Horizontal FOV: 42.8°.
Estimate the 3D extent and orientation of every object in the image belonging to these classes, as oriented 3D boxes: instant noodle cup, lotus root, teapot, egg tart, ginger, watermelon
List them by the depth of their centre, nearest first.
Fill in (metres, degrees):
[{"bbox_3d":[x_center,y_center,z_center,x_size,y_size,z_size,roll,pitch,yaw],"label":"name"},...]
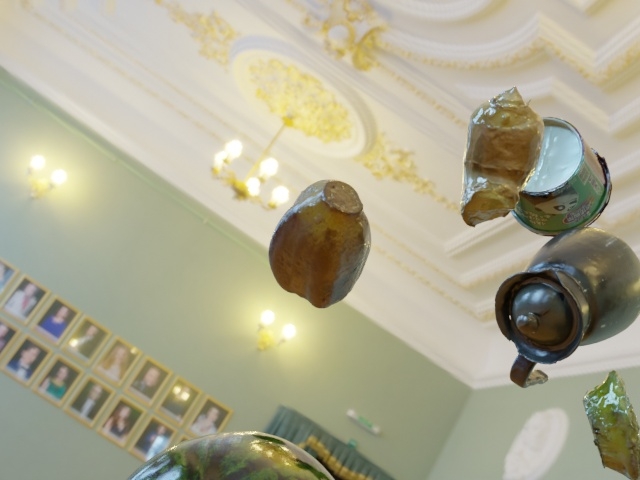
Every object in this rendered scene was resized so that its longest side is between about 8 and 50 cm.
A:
[{"bbox_3d":[-0.091,0.331,0.804,0.285,0.285,0.285,28,-20,12],"label":"watermelon"},{"bbox_3d":[0.502,0.325,1.393,0.078,0.197,0.197,-15,-39,16],"label":"egg tart"},{"bbox_3d":[0.327,-0.148,1.482,0.137,0.267,0.152,10,15,8],"label":"ginger"},{"bbox_3d":[0.008,-0.004,1.509,0.193,0.193,0.291,29,-33,10],"label":"lotus root"},{"bbox_3d":[0.434,0.133,1.555,0.223,0.285,0.305,56,-45,14],"label":"teapot"},{"bbox_3d":[0.529,-0.157,1.885,0.251,0.251,0.190,18,-11,34],"label":"instant noodle cup"}]
